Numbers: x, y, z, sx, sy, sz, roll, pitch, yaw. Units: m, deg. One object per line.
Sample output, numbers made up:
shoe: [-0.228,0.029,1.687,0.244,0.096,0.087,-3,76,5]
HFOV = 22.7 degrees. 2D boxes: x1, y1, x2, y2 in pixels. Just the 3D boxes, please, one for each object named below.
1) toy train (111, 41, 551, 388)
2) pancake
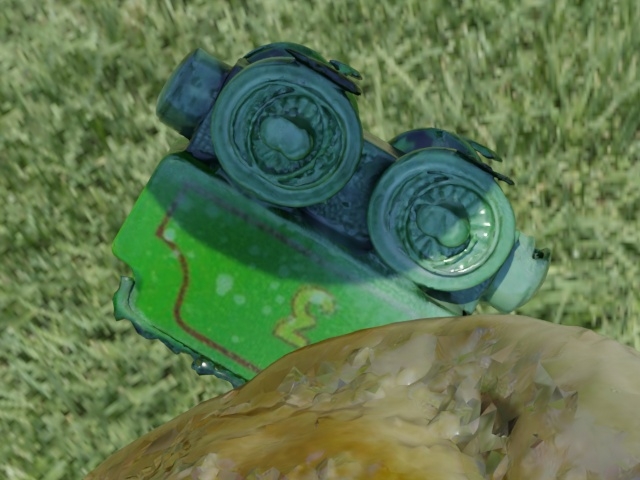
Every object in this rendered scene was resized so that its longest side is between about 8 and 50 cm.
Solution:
toy train: [0.000,0.000,0.915,0.243,0.132,0.188,31,98,-6]
pancake: [-0.041,0.154,0.448,0.387,0.082,0.387,-31,24,15]
